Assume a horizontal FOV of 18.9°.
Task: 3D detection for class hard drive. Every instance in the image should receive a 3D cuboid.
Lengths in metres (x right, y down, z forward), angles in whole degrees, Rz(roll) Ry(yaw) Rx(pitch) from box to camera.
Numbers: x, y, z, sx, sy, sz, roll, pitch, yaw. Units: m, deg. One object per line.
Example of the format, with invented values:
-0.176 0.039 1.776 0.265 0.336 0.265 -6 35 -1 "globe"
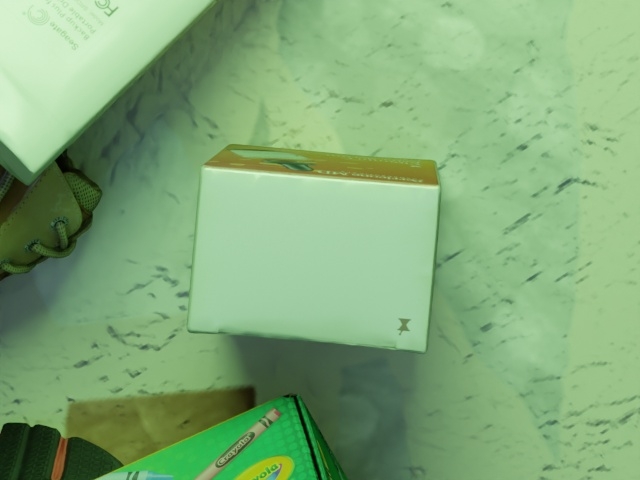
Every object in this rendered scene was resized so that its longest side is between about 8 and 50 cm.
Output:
-0.127 -0.206 1.062 0.203 0.040 0.307 44 69 -3 "hard drive"

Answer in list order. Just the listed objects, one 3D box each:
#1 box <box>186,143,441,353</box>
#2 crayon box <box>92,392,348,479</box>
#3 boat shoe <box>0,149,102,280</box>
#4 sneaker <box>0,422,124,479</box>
0.000 0.000 1.081 0.130 0.170 0.091 5 97 1 "box"
-0.102 0.215 1.084 0.278 0.081 0.165 -24 132 4 "crayon box"
-0.187 -0.035 1.113 0.120 0.122 0.324 22 97 -6 "boat shoe"
-0.248 0.209 1.163 0.313 0.116 0.136 -17 107 10 "sneaker"
